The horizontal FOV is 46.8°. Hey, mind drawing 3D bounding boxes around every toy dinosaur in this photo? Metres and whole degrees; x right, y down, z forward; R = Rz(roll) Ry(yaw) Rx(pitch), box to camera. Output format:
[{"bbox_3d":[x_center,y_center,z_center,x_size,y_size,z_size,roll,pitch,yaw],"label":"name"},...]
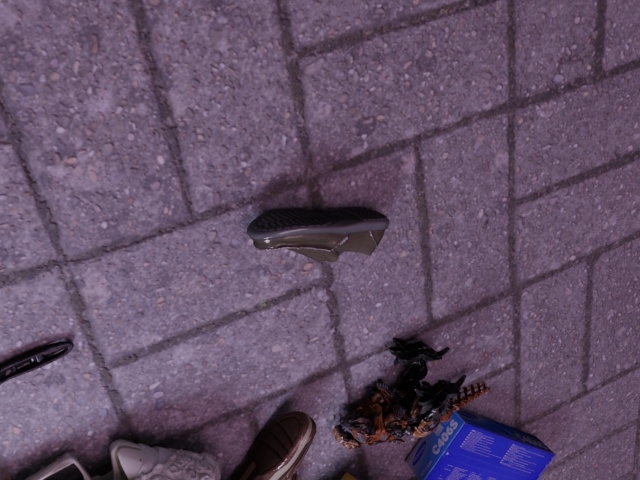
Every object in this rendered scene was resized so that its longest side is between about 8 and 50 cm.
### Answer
[{"bbox_3d":[0.182,0.315,1.459,0.322,0.164,0.218,-26,141,-36],"label":"toy dinosaur"}]

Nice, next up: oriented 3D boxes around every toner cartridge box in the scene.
[{"bbox_3d":[0.365,0.488,1.660,0.348,0.075,0.165,27,99,-36],"label":"toner cartridge box"}]

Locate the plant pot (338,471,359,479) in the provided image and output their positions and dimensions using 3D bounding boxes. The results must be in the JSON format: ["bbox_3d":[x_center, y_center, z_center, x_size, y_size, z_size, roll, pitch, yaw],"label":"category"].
[{"bbox_3d":[0.053,0.607,1.466,0.254,0.254,0.239,44,73,-37],"label":"plant pot"}]

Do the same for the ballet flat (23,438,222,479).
[{"bbox_3d":[-0.359,0.404,1.200,0.409,0.147,0.147,-16,121,-21],"label":"ballet flat"}]

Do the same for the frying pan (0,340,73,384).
[{"bbox_3d":[-0.533,0.248,1.074,0.326,0.053,0.197,1,115,-25],"label":"frying pan"}]

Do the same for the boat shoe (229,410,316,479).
[{"bbox_3d":[-0.081,0.421,1.381,0.095,0.095,0.257,26,112,-38],"label":"boat shoe"}]

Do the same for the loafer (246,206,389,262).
[{"bbox_3d":[0.000,0.000,1.201,0.251,0.094,0.087,-3,111,-27],"label":"loafer"}]
